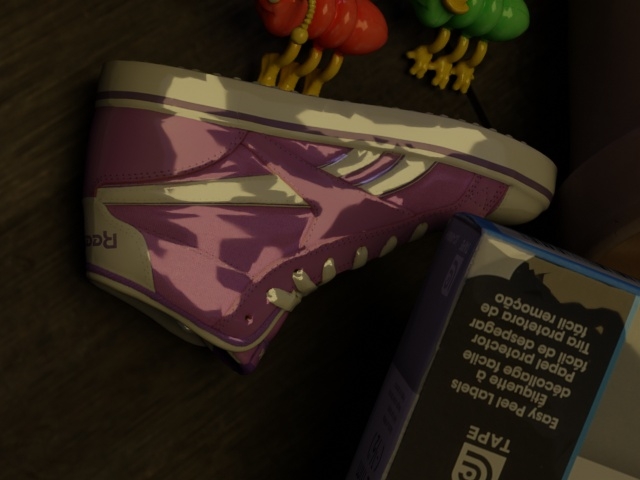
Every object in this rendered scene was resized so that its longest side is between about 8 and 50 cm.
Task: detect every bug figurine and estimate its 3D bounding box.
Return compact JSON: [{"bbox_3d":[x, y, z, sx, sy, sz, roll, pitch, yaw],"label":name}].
[{"bbox_3d":[0.047,-0.214,0.957,0.216,0.072,0.279,11,79,-36],"label":"bug figurine"}]

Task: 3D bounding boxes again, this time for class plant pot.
[{"bbox_3d":[0.256,-0.099,1.003,0.263,0.263,0.229,3,65,-31],"label":"plant pot"}]

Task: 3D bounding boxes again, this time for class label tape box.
[{"bbox_3d":[0.128,0.190,0.863,0.249,0.115,0.347,21,92,-6],"label":"label tape box"}]

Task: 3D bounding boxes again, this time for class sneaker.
[{"bbox_3d":[-0.001,0.000,0.910,0.282,0.102,0.161,7,85,-20],"label":"sneaker"}]
